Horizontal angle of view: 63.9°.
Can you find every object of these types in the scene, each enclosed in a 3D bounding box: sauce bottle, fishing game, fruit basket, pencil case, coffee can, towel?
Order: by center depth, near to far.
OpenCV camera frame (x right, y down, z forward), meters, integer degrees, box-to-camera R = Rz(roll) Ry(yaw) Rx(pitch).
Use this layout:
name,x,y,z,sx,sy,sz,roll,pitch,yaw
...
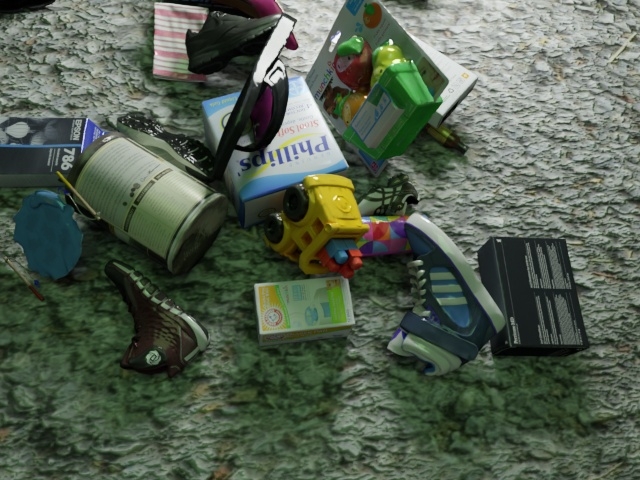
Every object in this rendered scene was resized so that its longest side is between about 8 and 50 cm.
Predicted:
name,x,y,z,sx,sy,sz,roll,pitch,yaw
fishing game,-0.568,-0.012,1.076,0.189,0.041,0.264,42,110,9
coffee can,-0.370,-0.080,1.112,0.275,0.202,0.202,31,66,7
pencil case,0.147,-0.010,1.207,0.236,0.104,0.105,-2,66,-7
fruit basket,0.107,-0.381,1.250,0.165,0.327,0.353,-27,73,-43
towel,-0.371,-0.526,1.362,0.144,0.029,0.197,3,96,-6
sauce bottle,0.341,-0.278,1.383,0.128,0.042,0.042,40,67,9

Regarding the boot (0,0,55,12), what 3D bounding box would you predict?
name,x,y,z,sx,sy,sz,roll,pitch,yaw
boot,-0.768,-0.759,1.430,0.338,0.118,0.223,-25,74,-6

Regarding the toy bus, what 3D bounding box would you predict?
name,x,y,z,sx,sy,sz,roll,pitch,yaw
toy bus,0.000,0.000,1.096,0.149,0.220,0.212,-2,56,-41

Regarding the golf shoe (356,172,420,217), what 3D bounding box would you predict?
name,x,y,z,sx,sy,sz,roll,pitch,yaw
golf shoe,0.160,-0.088,1.255,0.198,0.077,0.094,-32,74,-18

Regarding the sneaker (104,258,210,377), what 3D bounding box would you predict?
name,x,y,z,sx,sy,sz,roll,pitch,yaw
sneaker,-0.377,0.172,1.054,0.281,0.106,0.162,37,70,9

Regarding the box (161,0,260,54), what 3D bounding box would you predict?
name,x,y,z,sx,sy,sz,roll,pitch,yaw
box,-0.293,-0.677,1.466,0.295,0.073,0.294,5,65,-4

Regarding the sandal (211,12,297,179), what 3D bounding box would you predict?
name,x,y,z,sx,sy,sz,roll,pitch,yaw
sandal,-0.116,-0.316,1.118,0.106,0.167,0.446,26,64,-14

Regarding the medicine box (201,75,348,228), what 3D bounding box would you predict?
name,x,y,z,sx,sy,sz,roll,pitch,yaw
medicine box,-0.114,-0.214,1.236,0.263,0.149,0.290,-20,69,-15

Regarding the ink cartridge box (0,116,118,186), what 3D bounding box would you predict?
name,x,y,z,sx,sy,sz,roll,pitch,yaw
ink cartridge box,-0.653,-0.210,1.213,0.332,0.065,0.166,-2,65,-9

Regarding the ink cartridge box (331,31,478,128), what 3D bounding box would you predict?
name,x,y,z,sx,sy,sz,roll,pitch,yaw
ink cartridge box,0.216,-0.465,1.365,0.370,0.069,0.176,39,68,11

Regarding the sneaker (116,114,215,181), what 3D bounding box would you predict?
name,x,y,z,sx,sy,sz,roll,pitch,yaw
sneaker,-0.366,-0.203,1.228,0.271,0.108,0.100,26,30,8

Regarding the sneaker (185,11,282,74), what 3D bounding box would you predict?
name,x,y,z,sx,sy,sz,roll,pitch,yaw
sneaker,-0.223,-0.523,1.289,0.286,0.109,0.130,-15,90,14

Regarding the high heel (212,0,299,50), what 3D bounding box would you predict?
name,x,y,z,sx,sy,sz,roll,pitch,yaw
high heel,-0.220,-0.611,1.368,0.181,0.127,0.377,-38,77,0

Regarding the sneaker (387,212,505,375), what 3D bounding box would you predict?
name,x,y,z,sx,sy,sz,roll,pitch,yaw
sneaker,0.217,0.132,1.101,0.236,0.130,0.323,-37,90,-4

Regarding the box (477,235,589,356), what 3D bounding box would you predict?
name,x,y,z,sx,sy,sz,roll,pitch,yaw
box,0.481,0.128,1.184,0.184,0.103,0.262,3,66,-8

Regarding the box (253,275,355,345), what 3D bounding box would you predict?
name,x,y,z,sx,sy,sz,roll,pitch,yaw
box,-0.039,0.152,1.104,0.202,0.103,0.114,-4,66,-9
